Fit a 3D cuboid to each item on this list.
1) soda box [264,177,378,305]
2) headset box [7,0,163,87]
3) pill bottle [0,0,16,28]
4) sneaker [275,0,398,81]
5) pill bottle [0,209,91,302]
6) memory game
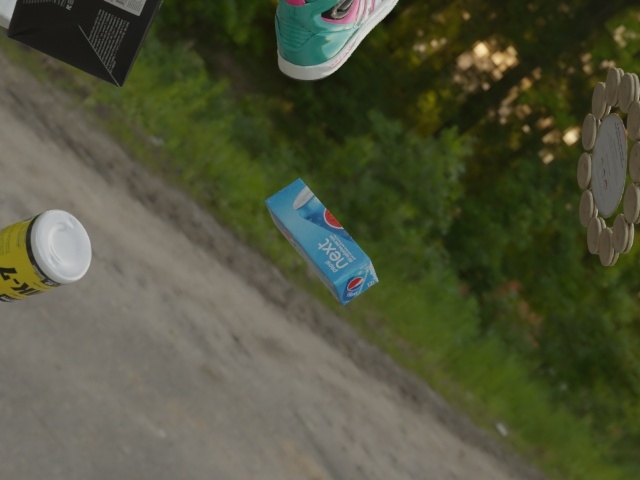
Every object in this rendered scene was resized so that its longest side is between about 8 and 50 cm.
[{"bbox_3d":[0.000,0.000,2.078,0.210,0.071,0.067,50,-11,35],"label":"soda box"},{"bbox_3d":[-0.141,-0.311,1.110,0.110,0.218,0.293,24,53,-10],"label":"headset box"},{"bbox_3d":[-0.351,-0.374,1.591,0.131,0.229,0.131,26,-5,3],"label":"pill bottle"},{"bbox_3d":[0.026,-0.362,1.716,0.123,0.296,0.178,19,-37,17],"label":"sneaker"},{"bbox_3d":[-0.475,0.032,2.112,0.119,0.208,0.119,28,53,-46],"label":"pill bottle"},{"bbox_3d":[0.274,-0.070,1.246,0.186,0.012,0.186,-177,-90,-83],"label":"memory game"}]
